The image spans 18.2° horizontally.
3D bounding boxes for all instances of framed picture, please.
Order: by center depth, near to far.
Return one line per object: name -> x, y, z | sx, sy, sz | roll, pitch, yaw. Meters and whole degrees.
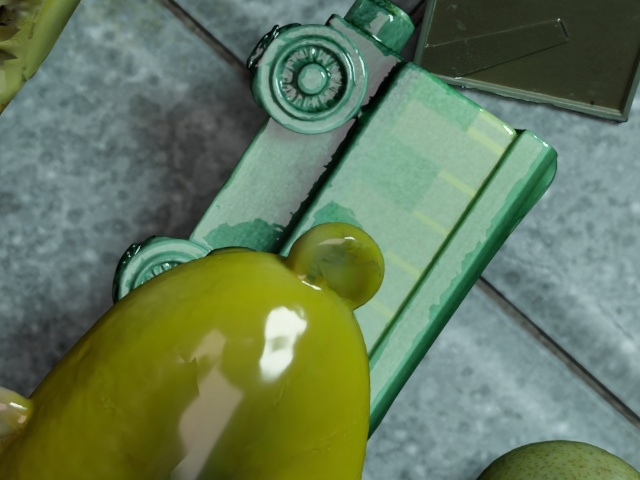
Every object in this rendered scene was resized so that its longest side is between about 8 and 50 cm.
framed picture -> 0.139, -0.134, 1.284 | 0.149, 0.011, 0.109 | 13, 131, 0

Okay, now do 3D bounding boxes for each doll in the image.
doll -> -0.101, 0.207, 1.169 | 0.423, 0.161, 0.348 | -26, 115, 1

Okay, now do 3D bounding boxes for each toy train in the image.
toy train -> 0.000, 0.000, 1.267 | 0.202, 0.120, 0.301 | 34, 92, -3

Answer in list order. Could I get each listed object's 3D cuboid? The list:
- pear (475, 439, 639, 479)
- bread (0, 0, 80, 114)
pear -> 0.162, 0.211, 1.265 | 0.167, 0.136, 0.167 | 0, 95, 0
bread -> -0.237, -0.151, 1.233 | 0.162, 0.204, 0.262 | 40, 95, 11
